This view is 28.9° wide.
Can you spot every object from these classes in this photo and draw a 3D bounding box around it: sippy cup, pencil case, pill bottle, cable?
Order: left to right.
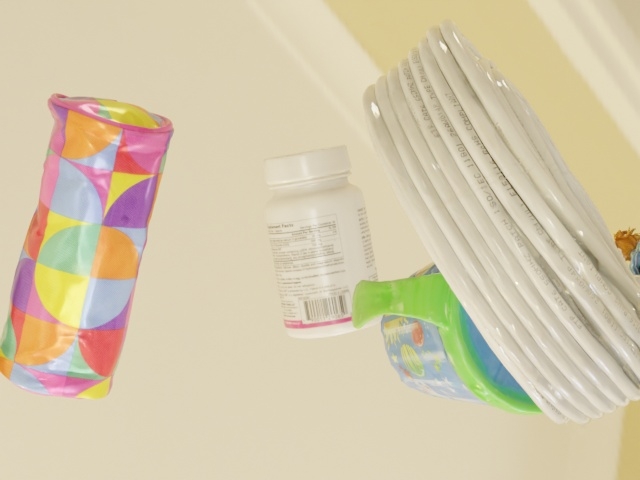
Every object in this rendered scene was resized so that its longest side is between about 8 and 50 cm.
[{"bbox_3d":[-0.184,0.006,0.947,0.104,0.104,0.236,0,-67,-52],"label":"pencil case"},{"bbox_3d":[0.000,0.000,1.951,0.160,0.160,0.283,-16,-82,-53],"label":"pill bottle"},{"bbox_3d":[0.197,0.104,1.545,0.305,0.224,0.240,47,-118,-13],"label":"sippy cup"},{"bbox_3d":[0.120,-0.010,0.766,0.257,0.089,0.257,59,-167,6],"label":"cable"}]

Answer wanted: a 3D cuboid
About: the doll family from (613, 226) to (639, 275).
[{"bbox_3d":[0.448,0.062,1.686,0.118,0.163,0.263,9,-72,-29],"label":"doll family"}]
